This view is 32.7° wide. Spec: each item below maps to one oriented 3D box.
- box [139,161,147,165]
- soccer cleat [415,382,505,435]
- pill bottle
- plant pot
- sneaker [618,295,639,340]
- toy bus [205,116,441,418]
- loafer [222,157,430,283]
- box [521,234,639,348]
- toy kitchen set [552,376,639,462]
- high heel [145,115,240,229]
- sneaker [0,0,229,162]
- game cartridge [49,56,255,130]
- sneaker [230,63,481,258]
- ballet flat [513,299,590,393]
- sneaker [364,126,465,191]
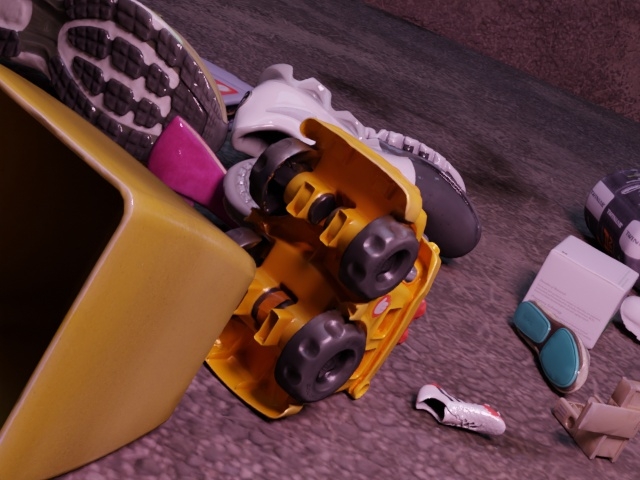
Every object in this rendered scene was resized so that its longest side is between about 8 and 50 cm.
[{"bbox_3d":[-0.236,-0.112,1.218,0.081,0.028,0.136,36,26,28],"label":"box"},{"bbox_3d":[0.123,0.155,0.970,0.083,0.029,0.035,26,29,13],"label":"soccer cleat"},{"bbox_3d":[0.485,-0.003,1.596,0.130,0.130,0.246,19,21,-14],"label":"pill bottle"},{"bbox_3d":[-0.172,0.026,0.732,0.212,0.212,0.187,38,12,33],"label":"plant pot"},{"bbox_3d":[0.489,0.118,1.363,0.235,0.095,0.090,26,22,9],"label":"sneaker"},{"bbox_3d":[0.027,0.028,0.917,0.211,0.220,0.149,8,28,-51],"label":"toy bus"},{"bbox_3d":[0.000,0.000,1.112,0.251,0.087,0.094,26,48,-26],"label":"loafer"},{"bbox_3d":[0.313,0.060,1.316,0.102,0.087,0.101,31,22,17],"label":"box"},{"bbox_3d":[0.257,0.153,1.036,0.068,0.083,0.075,14,23,-27],"label":"toy kitchen set"},{"bbox_3d":[-0.073,-0.058,1.136,0.244,0.117,0.082,10,25,-33],"label":"high heel"},{"bbox_3d":[-0.226,-0.223,1.240,0.410,0.158,0.182,38,24,27],"label":"sneaker"},{"bbox_3d":[-0.210,-0.203,1.434,0.196,0.060,0.294,26,20,16],"label":"game cartridge"},{"bbox_3d":[0.033,-0.058,1.284,0.330,0.122,0.146,33,45,-2],"label":"sneaker"},{"bbox_3d":[0.261,0.115,1.179,0.052,0.057,0.168,27,19,-22],"label":"ballet flat"},{"bbox_3d":[0.053,-0.107,1.426,0.292,0.110,0.118,23,12,-6],"label":"sneaker"}]
